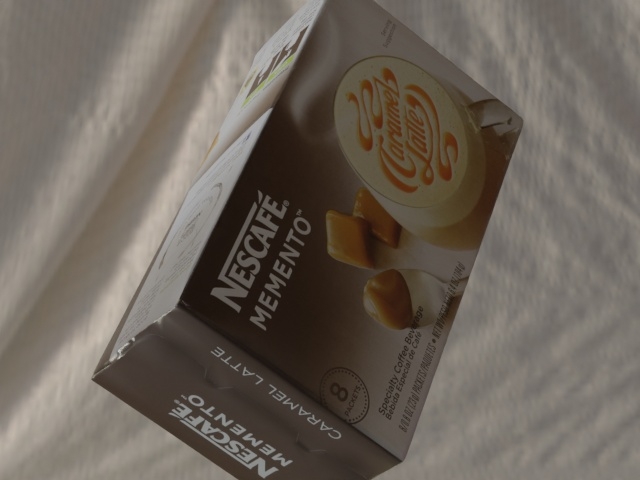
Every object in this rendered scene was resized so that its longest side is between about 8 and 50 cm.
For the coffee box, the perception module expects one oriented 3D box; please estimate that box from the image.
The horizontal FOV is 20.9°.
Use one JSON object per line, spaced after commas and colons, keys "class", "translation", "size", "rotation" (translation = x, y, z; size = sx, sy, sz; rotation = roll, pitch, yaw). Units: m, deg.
{"class": "coffee box", "translation": [0.000, 0.000, 0.909], "size": [0.141, 0.246, 0.098], "rotation": [36, -41, -14]}
